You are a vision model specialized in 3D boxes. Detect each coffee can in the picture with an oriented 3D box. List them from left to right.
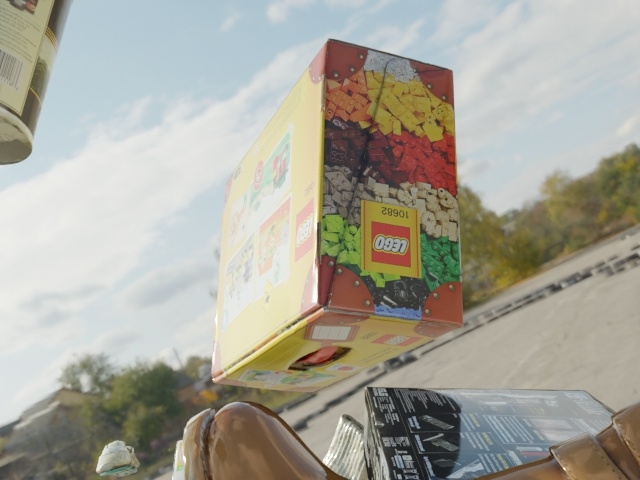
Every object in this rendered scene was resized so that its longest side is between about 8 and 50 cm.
[{"bbox_3d":[-0.470,-0.272,1.136,0.201,0.275,0.201,7,-22,3],"label":"coffee can"}]

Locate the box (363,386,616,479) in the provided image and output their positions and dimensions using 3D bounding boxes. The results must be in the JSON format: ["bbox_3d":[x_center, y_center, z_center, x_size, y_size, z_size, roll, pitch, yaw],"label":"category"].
[{"bbox_3d":[0.165,0.199,0.727,0.242,0.076,0.307,1,2,-1],"label":"box"}]

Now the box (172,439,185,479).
[{"bbox_3d":[-0.147,0.401,1.446,0.203,0.103,0.114,-20,-50,17],"label":"box"}]

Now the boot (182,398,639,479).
[{"bbox_3d":[0.082,0.118,0.330,0.220,0.283,0.109,-47,-38,7],"label":"boot"}]

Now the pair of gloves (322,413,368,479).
[{"bbox_3d":[0.060,0.362,1.004,0.042,0.240,0.204,-1,-58,-41],"label":"pair of gloves"}]

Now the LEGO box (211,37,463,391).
[{"bbox_3d":[0.000,0.000,1.230,0.193,0.372,0.500,9,-21,-20],"label":"LEGO box"}]

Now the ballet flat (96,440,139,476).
[{"bbox_3d":[-0.316,0.336,1.263,0.057,0.052,0.168,-13,-16,-11],"label":"ballet flat"}]
